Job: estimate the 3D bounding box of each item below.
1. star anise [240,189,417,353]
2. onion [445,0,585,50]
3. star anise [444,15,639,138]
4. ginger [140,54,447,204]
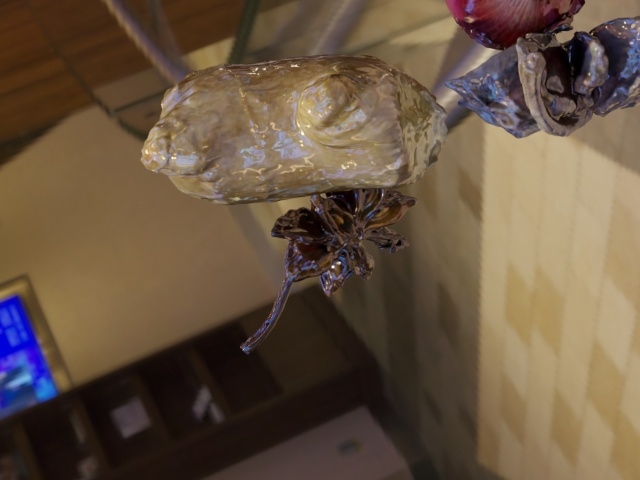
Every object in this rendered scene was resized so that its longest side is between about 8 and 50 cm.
[{"bbox_3d":[-0.001,0.002,1.390,0.073,0.234,0.177,37,151,37],"label":"star anise"},{"bbox_3d":[0.166,-0.251,1.218,0.140,0.150,0.150,30,141,61],"label":"onion"},{"bbox_3d":[0.206,-0.133,1.105,0.209,0.231,0.089,-20,89,49],"label":"star anise"},{"bbox_3d":[-0.022,-0.099,1.150,0.221,0.275,0.130,-171,73,-77],"label":"ginger"}]
